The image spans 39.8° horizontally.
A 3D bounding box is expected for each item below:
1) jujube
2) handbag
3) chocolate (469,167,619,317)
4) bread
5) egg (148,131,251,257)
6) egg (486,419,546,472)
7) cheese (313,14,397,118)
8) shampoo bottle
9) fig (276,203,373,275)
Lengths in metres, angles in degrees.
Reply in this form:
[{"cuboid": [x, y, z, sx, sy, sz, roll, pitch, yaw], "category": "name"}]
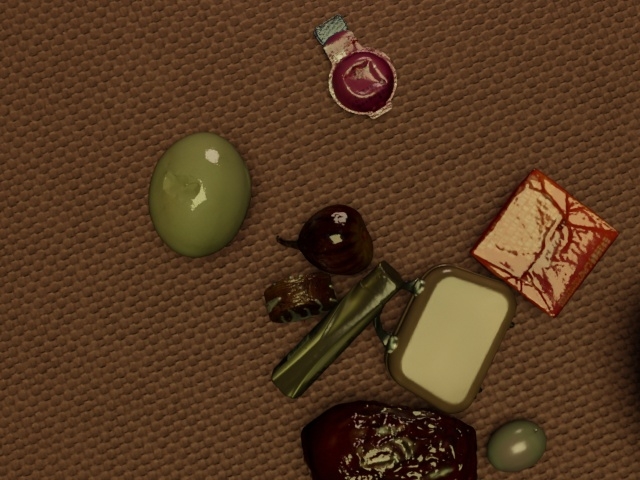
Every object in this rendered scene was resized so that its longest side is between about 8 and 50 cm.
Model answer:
[{"cuboid": [0.140, 0.465, 1.856, 0.376, 0.258, 0.259, 3, 89, 8], "category": "jujube"}, {"cuboid": [0.248, 0.190, 1.902, 0.283, 0.149, 0.302, 25, 91, 0], "category": "handbag"}, {"cuboid": [0.476, 0.007, 1.921, 0.234, 0.108, 0.237, 36, 88, 2], "category": "chocolate"}, {"cuboid": [-0.041, 0.125, 1.900, 0.160, 0.160, 0.073, -19, 73, 1], "category": "bread"}, {"cuboid": [-0.256, -0.097, 1.882, 0.219, 0.219, 0.270, 4, 89, 1], "category": "egg"}, {"cuboid": [0.423, 0.444, 1.912, 0.135, 0.103, 0.103, -28, 88, 2], "category": "egg"}, {"cuboid": [0.075, -0.382, 1.960, 0.155, 0.062, 0.244, -33, 87, -1], "category": "cheese"}, {"cuboid": [0.037, 0.188, 1.878, 0.084, 0.125, 0.350, 43, 106, 3], "category": "shampoo bottle"}, {"cuboid": [0.018, -0.001, 1.905, 0.201, 0.149, 0.148, 0, 47, -12], "category": "fig"}]
